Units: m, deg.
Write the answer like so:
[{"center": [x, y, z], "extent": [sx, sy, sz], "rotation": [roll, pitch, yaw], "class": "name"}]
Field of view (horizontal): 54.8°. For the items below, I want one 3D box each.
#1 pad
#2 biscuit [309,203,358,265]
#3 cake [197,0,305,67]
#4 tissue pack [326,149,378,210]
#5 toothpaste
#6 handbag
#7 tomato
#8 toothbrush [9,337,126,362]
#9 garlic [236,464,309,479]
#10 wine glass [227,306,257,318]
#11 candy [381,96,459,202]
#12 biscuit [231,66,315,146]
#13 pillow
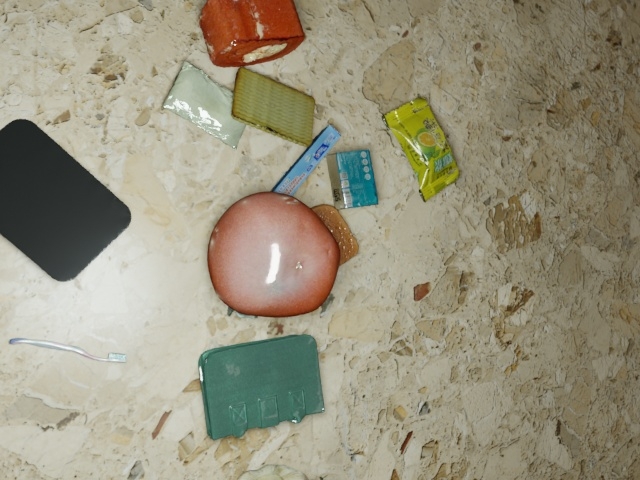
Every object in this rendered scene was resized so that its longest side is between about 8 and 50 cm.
[{"center": [-0.644, -0.116, 1.497], "extent": [0.375, 0.063, 0.315], "rotation": [44, 71, -5], "class": "pad"}, {"center": [0.000, 0.000, 1.774], "extent": [0.186, 0.036, 0.192], "rotation": [-36, 101, -20], "class": "biscuit"}, {"center": [-0.190, -0.566, 1.658], "extent": [0.283, 0.177, 0.150], "rotation": [-19, 93, -30], "class": "cake"}, {"center": [0.092, -0.176, 1.804], "extent": [0.120, 0.082, 0.169], "rotation": [-10, 90, -26], "class": "tissue pack"}, {"center": [-0.045, -0.212, 1.752], "extent": [0.053, 0.066, 0.272], "rotation": [44, 70, -15], "class": "toothpaste"}, {"center": [-0.155, 0.383, 1.645], "extent": [0.327, 0.089, 0.238], "rotation": [-6, 89, -26], "class": "handbag"}, {"center": [-0.114, 0.040, 1.578], "extent": [0.342, 0.273, 0.341], "rotation": [-2, 98, -14], "class": "tomato"}, {"center": [-0.602, 0.264, 1.486], "extent": [0.269, 0.021, 0.027], "rotation": [15, 67, -23], "class": "toothbrush"}, {"center": [-0.121, 0.706, 1.600], "extent": [0.219, 0.218, 0.212], "rotation": [-16, 122, -25], "class": "garlic"}, {"center": [-0.207, 0.190, 1.661], "extent": [0.083, 0.039, 0.042], "rotation": [11, 111, -26], "class": "wine glass"}, {"center": [0.321, -0.287, 1.918], "extent": [0.187, 0.081, 0.297], "rotation": [-31, 99, -25], "class": "candy"}, {"center": [-0.131, -0.368, 1.720], "extent": [0.255, 0.029, 0.172], "rotation": [18, 63, -29], "class": "biscuit"}, {"center": [-0.296, -0.363, 1.662], "extent": [0.230, 0.050, 0.148], "rotation": [29, 80, -20], "class": "pillow"}]
